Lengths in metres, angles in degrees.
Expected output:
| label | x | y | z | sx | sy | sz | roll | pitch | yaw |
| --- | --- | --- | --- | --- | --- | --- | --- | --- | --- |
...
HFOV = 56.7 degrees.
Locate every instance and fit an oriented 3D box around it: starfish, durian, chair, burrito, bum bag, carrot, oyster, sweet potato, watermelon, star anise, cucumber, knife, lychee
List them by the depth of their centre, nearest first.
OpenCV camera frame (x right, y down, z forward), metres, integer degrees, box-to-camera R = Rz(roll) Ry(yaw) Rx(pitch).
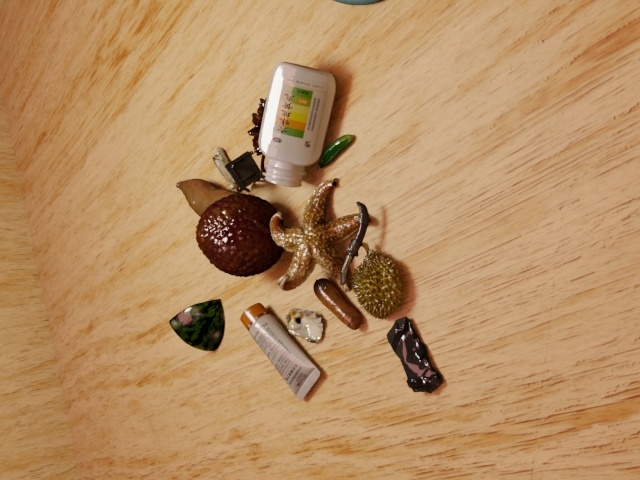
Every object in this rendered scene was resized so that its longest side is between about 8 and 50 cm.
| label | x | y | z | sx | sy | sz | roll | pitch | yaw |
| --- | --- | --- | --- | --- | --- | --- | --- | --- | --- |
| bum bag | 0.224 | 0.286 | 1.465 | 0.087 | 0.049 | 0.197 | -40 | 65 | 34 |
| durian | 0.135 | 0.097 | 1.508 | 0.146 | 0.102 | 0.208 | -29 | 69 | 48 |
| knife | 0.090 | 0.011 | 1.523 | 0.046 | 0.021 | 0.222 | 13 | 98 | 2 |
| starfish | 0.001 | 0.001 | 1.612 | 0.303 | 0.113 | 0.312 | -26 | 73 | 15 |
| cucumber | 0.033 | -0.245 | 1.627 | 0.155 | 0.037 | 0.037 | -40 | 65 | 38 |
| carrot | 0.046 | 0.176 | 1.630 | 0.186 | 0.060 | 0.060 | 47 | 124 | 28 |
| oyster | -0.048 | 0.249 | 1.737 | 0.146 | 0.045 | 0.121 | -34 | 66 | 33 |
| lychee | -0.233 | -0.017 | 1.758 | 0.261 | 0.261 | 0.260 | 4 | 96 | 45 |
| star anise | -0.167 | -0.322 | 1.767 | 0.234 | 0.073 | 0.177 | 94 | -173 | -76 |
| chair | -0.231 | -0.205 | 1.789 | 0.101 | 0.084 | 0.212 | 59 | 168 | -14 |
| burrito | -0.316 | -0.239 | 1.975 | 0.171 | 0.042 | 0.051 | 55 | 131 | 24 |
| sweet potato | -0.380 | -0.133 | 1.989 | 0.337 | 0.131 | 0.131 | 21 | 108 | 42 |
| watermelon | -0.409 | 0.307 | 2.062 | 0.193 | 0.137 | 0.145 | -23 | 70 | 0 |

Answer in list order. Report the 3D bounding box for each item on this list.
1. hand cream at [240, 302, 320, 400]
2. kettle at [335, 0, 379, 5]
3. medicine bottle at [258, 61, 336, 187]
| label | x | y | z | sx | sy | sz | roll | pitch | yaw |
| --- | --- | --- | --- | --- | --- | --- | --- | --- | --- |
| hand cream | -0.122 | 0.324 | 1.790 | 0.314 | 0.089 | 0.139 | 51 | 127 | 25 |
| kettle | 0.061 | -0.744 | 1.457 | 0.342 | 0.247 | 0.319 | 13 | 134 | 37 |
| medicine bottle | -0.071 | -0.314 | 1.634 | 0.124 | 0.179 | 0.324 | -86 | 10 | -71 |
